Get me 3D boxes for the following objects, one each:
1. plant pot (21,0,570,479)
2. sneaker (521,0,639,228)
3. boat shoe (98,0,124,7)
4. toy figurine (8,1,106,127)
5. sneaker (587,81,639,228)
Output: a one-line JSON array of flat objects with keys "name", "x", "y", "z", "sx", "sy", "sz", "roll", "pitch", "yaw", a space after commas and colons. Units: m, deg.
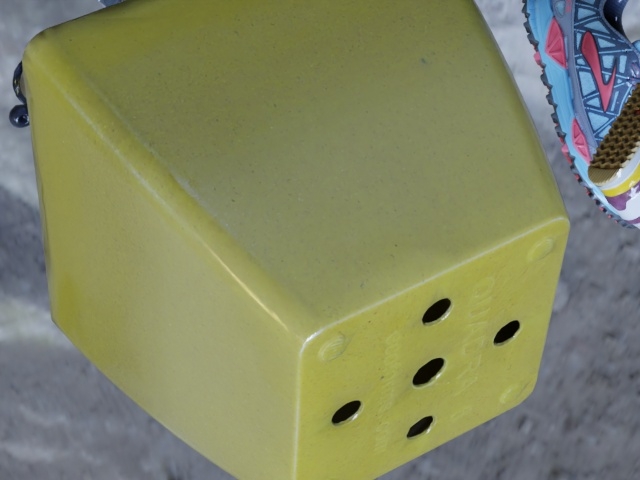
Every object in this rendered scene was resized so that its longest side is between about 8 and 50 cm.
[{"name": "plant pot", "x": 0.000, "y": 0.000, "z": 0.880, "sx": 0.212, "sy": 0.212, "sz": 0.187, "roll": -24, "pitch": 54, "yaw": -21}, {"name": "sneaker", "x": 0.283, "y": -0.143, "z": 1.762, "sx": 0.125, "sy": 0.104, "sz": 0.261, "roll": -21, "pitch": 80, "yaw": 20}, {"name": "boat shoe", "x": -0.129, "y": -0.225, "z": 1.416, "sx": 0.040, "sy": 0.142, "sz": 0.049, "roll": 45, "pitch": 43, "yaw": -3}, {"name": "toy figurine", "x": -0.280, "y": -0.210, "z": 1.685, "sx": 0.213, "sy": 0.209, "sz": 0.148, "roll": 14, "pitch": 17, "yaw": -28}, {"name": "sneaker", "x": 0.303, "y": -0.092, "z": 1.570, "sx": 0.084, "sy": 0.069, "sz": 0.185, "roll": 47, "pitch": 72, "yaw": -24}]
